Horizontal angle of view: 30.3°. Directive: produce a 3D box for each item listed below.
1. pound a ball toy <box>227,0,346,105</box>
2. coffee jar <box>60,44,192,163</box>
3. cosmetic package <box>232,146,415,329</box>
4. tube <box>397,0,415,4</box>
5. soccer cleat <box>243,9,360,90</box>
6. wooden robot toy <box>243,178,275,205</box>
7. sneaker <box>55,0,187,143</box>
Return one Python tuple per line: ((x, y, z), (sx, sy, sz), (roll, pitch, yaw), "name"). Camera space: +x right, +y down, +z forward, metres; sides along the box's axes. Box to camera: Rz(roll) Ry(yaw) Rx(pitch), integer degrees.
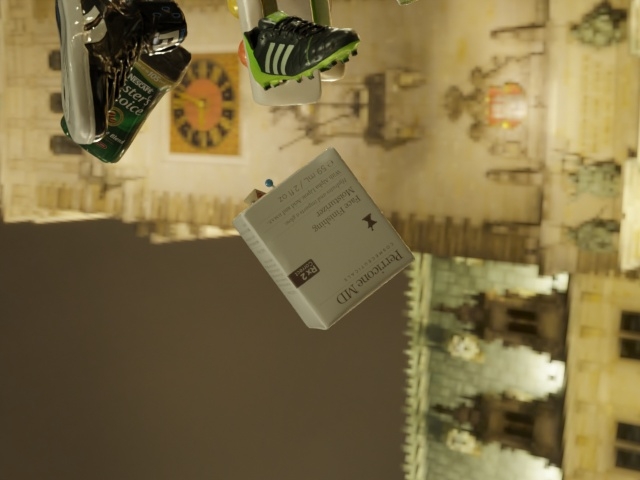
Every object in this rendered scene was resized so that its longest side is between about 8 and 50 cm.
((-0.056, -0.343, 1.729), (0.208, 0.135, 0.319), (-72, -22, -55), "pound a ball toy")
((-0.253, -0.196, 1.549), (0.096, 0.184, 0.079), (36, -161, -13), "coffee jar")
((0.000, 0.000, 1.551), (0.151, 0.151, 0.184), (-38, -87, -9), "cosmetic package")
((0.143, -0.251, 0.944), (0.240, 0.070, 0.062), (-18, -46, -29), "tube")
((-0.026, -0.196, 1.182), (0.060, 0.179, 0.072), (-30, -76, -29), "soccer cleat")
((-0.020, -0.035, 1.692), (0.076, 0.173, 0.079), (107, 158, -45), "wooden robot toy")
((-0.180, -0.179, 1.100), (0.121, 0.079, 0.217), (0, -128, -17), "sneaker")
